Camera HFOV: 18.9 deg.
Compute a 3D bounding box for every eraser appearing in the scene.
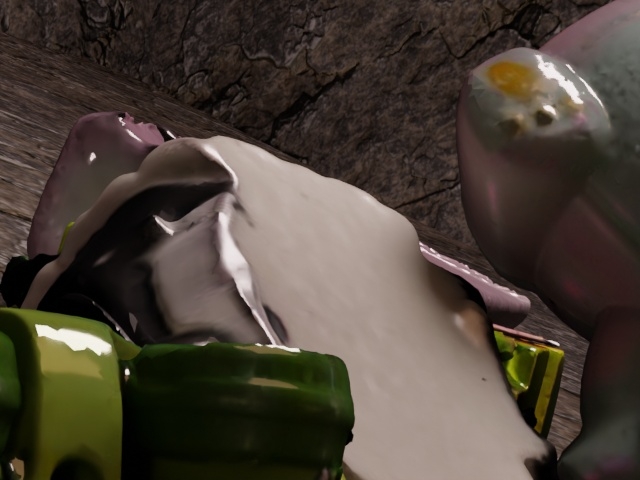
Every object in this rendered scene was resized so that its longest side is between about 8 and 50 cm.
[{"bbox_3d":[-0.013,0.029,1.289,0.272,0.122,0.359,28,4,11],"label":"eraser"}]

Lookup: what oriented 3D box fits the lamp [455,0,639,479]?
[{"bbox_3d":[0.199,0.047,0.826,0.301,0.247,0.247,54,-15,30],"label":"lamp"}]

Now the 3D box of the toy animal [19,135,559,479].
[{"bbox_3d":[-0.021,0.078,0.772,0.204,0.156,0.208,21,32,-35],"label":"toy animal"}]

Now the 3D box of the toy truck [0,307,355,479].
[{"bbox_3d":[-0.105,0.091,0.499,0.210,0.148,0.187,0,-9,43],"label":"toy truck"}]

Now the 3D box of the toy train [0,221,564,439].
[{"bbox_3d":[-0.021,0.063,1.003,0.296,0.101,0.160,15,0,20],"label":"toy train"}]
